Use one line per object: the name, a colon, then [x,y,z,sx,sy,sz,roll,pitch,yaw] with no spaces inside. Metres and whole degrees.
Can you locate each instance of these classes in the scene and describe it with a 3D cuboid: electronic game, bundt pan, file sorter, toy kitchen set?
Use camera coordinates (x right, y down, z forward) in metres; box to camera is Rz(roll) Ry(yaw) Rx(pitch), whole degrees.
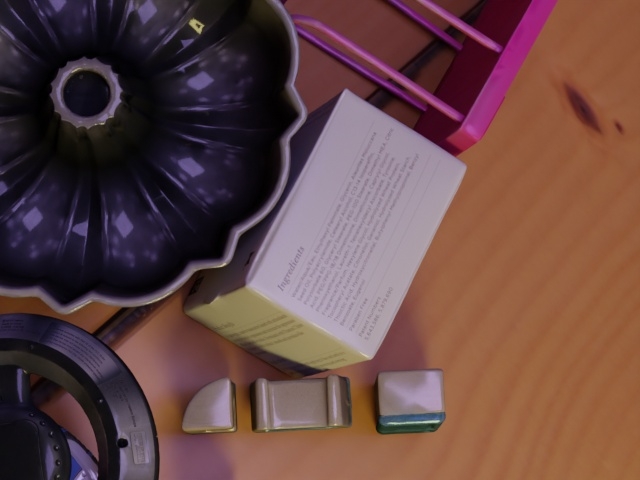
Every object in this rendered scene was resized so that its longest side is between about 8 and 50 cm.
electronic game: [-0.229,0.168,1.424,0.229,0.048,0.229,-2,82,16]
bundt pan: [-0.177,-0.105,1.470,0.331,0.124,0.331,0,86,-2]
file sorter: [0.089,-0.222,1.572,0.182,0.202,0.290,33,72,-8]
toy kitchen set: [-0.003,0.194,1.532,0.207,0.122,0.166,-3,82,1]

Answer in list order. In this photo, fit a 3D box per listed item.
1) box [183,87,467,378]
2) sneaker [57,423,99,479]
box: [0.000,0.000,1.510,0.119,0.181,0.182,31,73,-13]
sneaker: [-0.187,0.237,1.459,0.081,0.080,0.211,-24,86,-21]
